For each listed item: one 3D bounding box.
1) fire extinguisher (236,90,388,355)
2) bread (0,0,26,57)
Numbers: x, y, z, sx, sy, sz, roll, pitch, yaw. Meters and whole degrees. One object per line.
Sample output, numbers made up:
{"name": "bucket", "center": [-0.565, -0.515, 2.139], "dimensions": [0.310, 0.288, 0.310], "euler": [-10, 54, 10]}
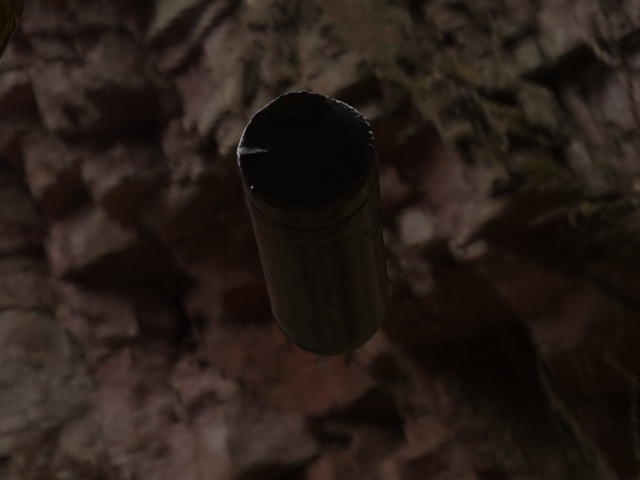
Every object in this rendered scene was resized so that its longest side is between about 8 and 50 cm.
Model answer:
{"name": "fire extinguisher", "center": [0.000, 0.000, 1.051], "dimensions": [0.072, 0.089, 0.268], "euler": [-13, -24, -2]}
{"name": "bread", "center": [-0.156, -0.070, 0.566], "dimensions": [0.114, 0.189, 0.077], "euler": [34, -52, 2]}
